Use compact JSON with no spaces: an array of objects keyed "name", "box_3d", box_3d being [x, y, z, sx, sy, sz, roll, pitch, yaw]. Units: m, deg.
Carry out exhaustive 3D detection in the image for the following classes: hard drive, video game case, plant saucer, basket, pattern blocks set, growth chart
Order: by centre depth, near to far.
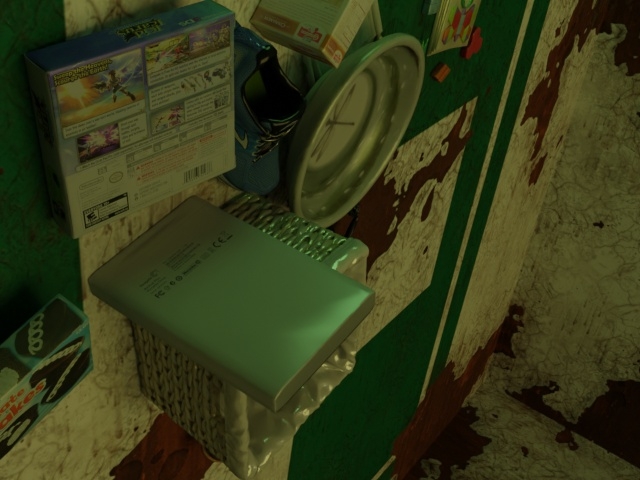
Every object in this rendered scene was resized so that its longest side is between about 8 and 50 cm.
[{"name":"video game case","box_3d":[-0.232,-0.160,1.070,0.269,0.061,0.244,-29,141,-34]},{"name":"hard drive","box_3d":[-0.130,0.077,1.201,0.233,0.353,0.047,-43,148,-34]},{"name":"basket","box_3d":[-0.122,0.153,1.399,0.331,0.266,0.328,-41,148,-39]},{"name":"growth chart","box_3d":[0.044,-0.354,1.495,0.237,0.021,0.172,-48,152,-27]},{"name":"plant saucer","box_3d":[0.043,-0.210,1.516,0.400,0.100,0.400,-47,158,-25]},{"name":"pattern blocks set","box_3d":[0.305,-0.492,1.847,0.325,0.026,0.286,-38,146,-41]}]

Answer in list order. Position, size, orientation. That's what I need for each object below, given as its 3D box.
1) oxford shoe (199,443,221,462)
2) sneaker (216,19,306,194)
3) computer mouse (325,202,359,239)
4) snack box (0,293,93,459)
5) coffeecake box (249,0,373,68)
[{"name":"oxford shoe","box_3d":[-0.117,0.292,1.645,0.130,0.132,0.364,33,85,-26]},{"name":"sneaker","box_3d":[-0.101,-0.177,1.249,0.130,0.147,0.330,-49,153,-26]},{"name":"computer mouse","box_3d":[0.000,0.000,1.728,0.184,0.060,0.262,40,67,-60]},{"name":"snack box","box_3d":[-0.432,0.230,1.067,0.322,0.060,0.187,-47,169,-31]},{"name":"coffeecake box","box_3d":[0.002,-0.376,1.249,0.186,0.142,0.068,-61,155,-1]}]
